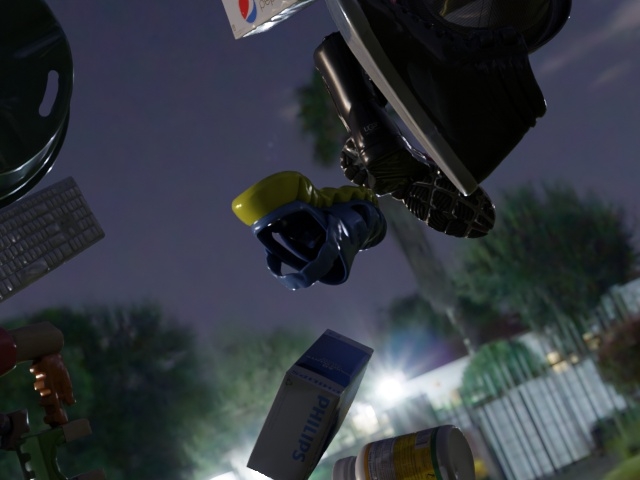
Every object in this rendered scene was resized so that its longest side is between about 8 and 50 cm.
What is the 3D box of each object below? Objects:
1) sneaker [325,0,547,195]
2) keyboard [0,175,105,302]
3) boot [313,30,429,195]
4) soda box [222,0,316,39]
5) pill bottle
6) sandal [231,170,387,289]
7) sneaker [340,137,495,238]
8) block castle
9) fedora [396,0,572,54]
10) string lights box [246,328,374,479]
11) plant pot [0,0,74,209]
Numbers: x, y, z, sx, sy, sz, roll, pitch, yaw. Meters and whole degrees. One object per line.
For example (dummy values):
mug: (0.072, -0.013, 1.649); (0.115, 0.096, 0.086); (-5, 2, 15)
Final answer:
sneaker: (0.122, -0.206, 1.329); (0.147, 0.296, 0.104); (-37, 7, 1)
keyboard: (-0.265, -0.005, 1.185); (0.014, 0.072, 0.256); (-33, 5, 18)
boot: (0.074, -0.188, 1.867); (0.094, 0.207, 0.246); (-23, -15, 8)
soda box: (-0.069, -0.380, 1.962); (0.069, 0.074, 0.216); (-21, 3, -31)
pill bottle: (0.128, 0.367, 2.004); (0.208, 0.118, 0.117); (-17, -13, 24)
sandal: (0.000, 0.000, 1.669); (0.126, 0.138, 0.317); (-30, -15, 25)
sneaker: (0.170, -0.104, 2.065); (0.118, 0.279, 0.107); (-34, -28, -62)
block castle: (-0.499, 0.366, 1.909); (0.303, 0.454, 0.212); (-20, -4, 35)
fedora: (0.215, -0.360, 1.644); (0.243, 0.275, 0.124); (13, -39, 4)
string lights box: (-0.007, 0.210, 1.623); (0.259, 0.076, 0.133); (-32, -34, -77)
plant pot: (-0.462, -0.195, 1.610); (0.341, 0.341, 0.334); (-17, 7, -19)
